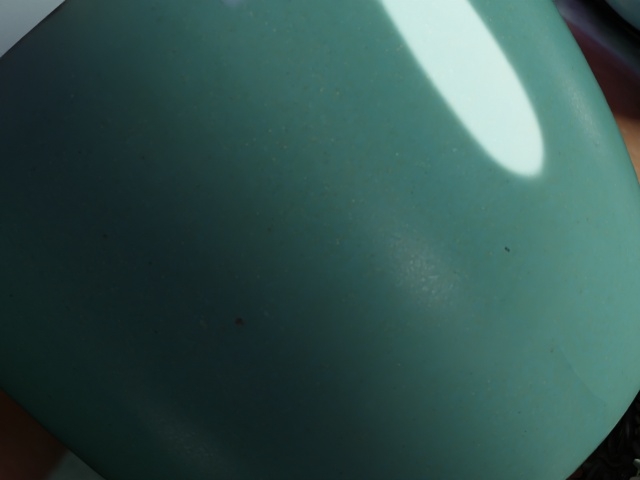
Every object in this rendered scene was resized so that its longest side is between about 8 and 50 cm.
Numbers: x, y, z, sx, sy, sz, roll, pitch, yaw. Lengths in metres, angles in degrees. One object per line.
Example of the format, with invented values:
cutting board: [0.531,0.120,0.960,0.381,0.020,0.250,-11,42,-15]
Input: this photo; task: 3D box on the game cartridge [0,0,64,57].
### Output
game cartridge: [-0.268,-0.166,0.599,0.297,0.062,0.198,31,47,-3]

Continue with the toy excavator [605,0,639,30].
toy excavator: [0.296,-0.306,0.868,0.445,0.222,0.433,34,49,10]

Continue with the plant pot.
plant pot: [0.000,0.000,0.474,0.235,0.293,0.293,50,51,-7]

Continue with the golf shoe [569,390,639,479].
golf shoe: [0.189,0.129,0.582,0.120,0.105,0.273,20,53,-23]
